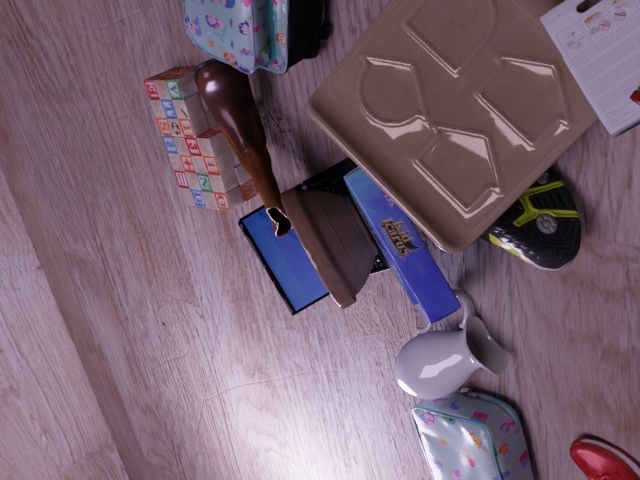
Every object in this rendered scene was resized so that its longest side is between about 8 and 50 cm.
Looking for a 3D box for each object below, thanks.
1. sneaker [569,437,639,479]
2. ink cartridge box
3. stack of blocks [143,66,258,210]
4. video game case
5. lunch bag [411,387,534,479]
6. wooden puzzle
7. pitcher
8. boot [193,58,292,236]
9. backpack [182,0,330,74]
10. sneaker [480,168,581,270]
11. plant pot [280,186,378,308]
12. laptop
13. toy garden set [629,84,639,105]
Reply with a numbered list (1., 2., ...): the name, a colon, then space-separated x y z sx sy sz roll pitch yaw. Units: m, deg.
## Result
1. sneaker: 0.507 0.444 1.282 0.221 0.128 0.087 35 139 24
2. ink cartridge box: 0.379 -0.239 0.927 0.145 0.045 0.179 -32 74 23
3. stack of blocks: -0.259 -0.222 1.638 0.171 0.087 0.297 10 125 43
4. video game case: 0.135 0.011 1.269 0.270 0.061 0.244 60 -179 7
5. lunch bag: 0.303 0.423 1.506 0.224 0.107 0.279 7 121 51
6. wooden puzzle: 0.200 -0.209 1.055 0.322 0.080 0.348 46 106 11
7. pitcher: 0.229 0.201 1.423 0.207 0.125 0.178 -35 70 43
8. boot: -0.141 -0.167 1.389 0.264 0.096 0.281 77 175 -64
9. backpack: -0.129 -0.414 1.279 0.253 0.191 0.225 35 140 32
10. sneaker: 0.241 -0.080 1.189 0.384 0.145 0.147 41 159 25
11. plant pot: 0.030 -0.006 1.353 0.237 0.109 0.237 60 -176 -7
12. laptop: 0.000 0.000 1.485 0.264 0.136 0.234 -21 102 54
13. toy garden set: 0.488 -0.187 0.817 0.244 0.049 0.204 41 108 22
